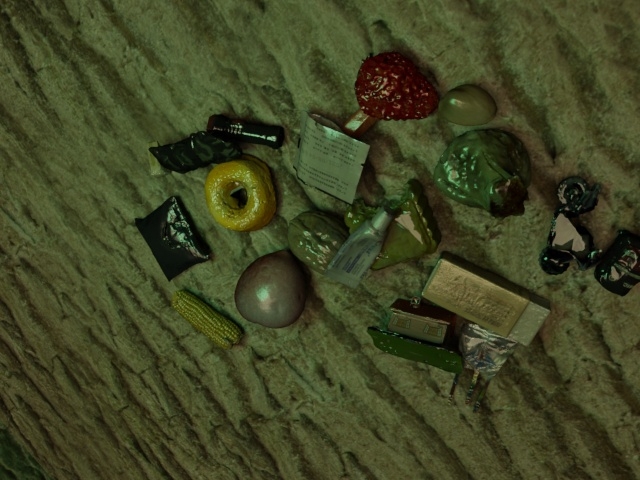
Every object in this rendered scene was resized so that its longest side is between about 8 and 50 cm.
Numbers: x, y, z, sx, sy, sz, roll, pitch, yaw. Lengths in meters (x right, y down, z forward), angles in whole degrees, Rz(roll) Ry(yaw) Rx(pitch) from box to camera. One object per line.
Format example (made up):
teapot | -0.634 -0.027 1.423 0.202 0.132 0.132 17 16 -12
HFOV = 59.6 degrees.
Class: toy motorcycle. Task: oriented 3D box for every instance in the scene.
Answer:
toy motorcycle | 0.685 -0.029 1.488 0.159 0.106 0.270 14 102 10

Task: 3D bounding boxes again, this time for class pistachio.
pistachio | 0.390 -0.354 1.471 0.149 0.113 0.113 22 114 9

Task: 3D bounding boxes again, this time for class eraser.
eraser | 0.482 0.169 1.641 0.343 0.078 0.144 27 115 8

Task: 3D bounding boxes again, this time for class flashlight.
flashlight | -0.226 -0.332 1.705 0.232 0.093 0.093 9 111 13

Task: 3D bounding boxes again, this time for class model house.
model house | 0.313 0.279 1.726 0.294 0.154 0.207 12 155 24

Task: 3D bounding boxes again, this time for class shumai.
shumai | 0.420 -0.173 1.467 0.261 0.222 0.225 9 114 21

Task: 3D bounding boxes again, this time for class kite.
kite | 0.480 0.400 1.759 0.169 0.015 0.309 23 112 11

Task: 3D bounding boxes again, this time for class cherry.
cherry | -0.159 0.157 1.788 0.239 0.206 0.239 13 117 27

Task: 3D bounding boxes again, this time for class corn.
corn | -0.408 0.281 1.979 0.293 0.106 0.106 34 116 7

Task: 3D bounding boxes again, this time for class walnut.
walnut | -0.001 0.000 1.705 0.230 0.178 0.178 33 116 12

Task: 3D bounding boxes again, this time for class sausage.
sausage | 0.110 -0.335 1.601 0.065 0.065 0.169 47 116 -1

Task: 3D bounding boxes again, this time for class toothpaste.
toothpaste | 0.119 0.018 1.583 0.099 0.068 0.282 38 118 11

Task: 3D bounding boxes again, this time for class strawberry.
strawberry | 0.208 -0.409 1.490 0.237 0.111 0.190 22 94 3

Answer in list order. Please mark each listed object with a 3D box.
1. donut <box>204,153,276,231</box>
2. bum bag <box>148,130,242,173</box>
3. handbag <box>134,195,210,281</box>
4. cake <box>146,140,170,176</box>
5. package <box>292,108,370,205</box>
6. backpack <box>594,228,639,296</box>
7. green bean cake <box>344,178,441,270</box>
donut | -0.256 -0.146 1.774 0.254 0.118 0.253 2 95 24
bum bag | -0.393 -0.268 1.720 0.341 0.144 0.095 -5 67 39
handbag | -0.510 -0.004 1.921 0.211 0.089 0.254 -25 95 27
cake | -0.546 -0.273 1.856 0.052 0.065 0.121 -19 94 21
package | 0.013 -0.238 1.620 0.251 0.062 0.203 35 131 28
backpack | 0.808 0.066 1.475 0.120 0.106 0.165 24 111 5
green bean cake | 0.210 -0.041 1.635 0.236 0.124 0.232 -20 101 25
